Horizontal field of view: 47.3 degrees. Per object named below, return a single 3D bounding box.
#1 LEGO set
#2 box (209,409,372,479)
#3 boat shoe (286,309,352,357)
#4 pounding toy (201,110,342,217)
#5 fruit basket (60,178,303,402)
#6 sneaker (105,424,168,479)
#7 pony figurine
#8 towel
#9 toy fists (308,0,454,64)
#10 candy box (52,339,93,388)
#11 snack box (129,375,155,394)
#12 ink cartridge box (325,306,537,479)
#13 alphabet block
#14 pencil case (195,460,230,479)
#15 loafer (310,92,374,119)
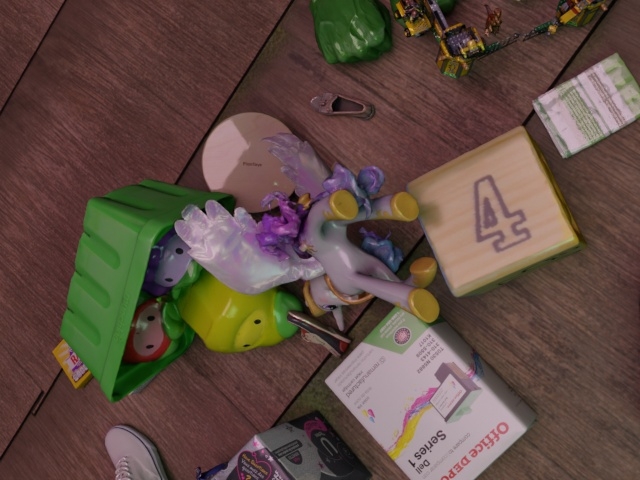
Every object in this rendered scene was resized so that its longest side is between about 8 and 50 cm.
[{"bbox_3d":[0.281,-0.413,1.096,0.331,0.192,0.255,-16,79,-1],"label":"LEGO set"},{"bbox_3d":[-0.047,0.400,1.219,0.142,0.247,0.163,-47,71,13],"label":"box"},{"bbox_3d":[-0.007,0.165,1.289,0.043,0.137,0.049,-56,28,7],"label":"boat shoe"},{"bbox_3d":[-0.103,-0.131,1.369,0.237,0.110,0.183,32,93,-5],"label":"pounding toy"},{"bbox_3d":[-0.230,0.105,1.285,0.392,0.283,0.392,8,110,23],"label":"fruit basket"},{"bbox_3d":[-0.359,0.465,1.429,0.258,0.091,0.094,45,103,29],"label":"sneaker"},{"bbox_3d":[0.000,0.000,1.146,0.351,0.303,0.363,51,153,-11],"label":"pony figurine"},{"bbox_3d":[0.432,-0.214,1.169,0.152,0.023,0.113,-29,78,17],"label":"towel"},{"bbox_3d":[0.116,-0.405,1.277,0.279,0.096,0.142,-24,72,19],"label":"toy fists"},{"bbox_3d":[-0.474,0.206,1.540,0.206,0.027,0.105,-46,68,15],"label":"candy box"},{"bbox_3d":[-0.361,0.229,1.482,0.141,0.037,0.100,-45,70,16],"label":"snack box"},{"bbox_3d":[0.180,0.260,1.197,0.278,0.117,0.201,46,105,19],"label":"ink cartridge box"},{"bbox_3d":[0.276,-0.037,1.134,0.197,0.192,0.193,-27,79,19],"label":"alphabet block"},{"bbox_3d":[-0.134,0.546,1.314,0.119,0.133,0.306,-15,82,5],"label":"pencil case"},{"bbox_3d":[0.036,-0.248,1.332,0.125,0.039,0.045,13,93,24],"label":"loafer"}]
